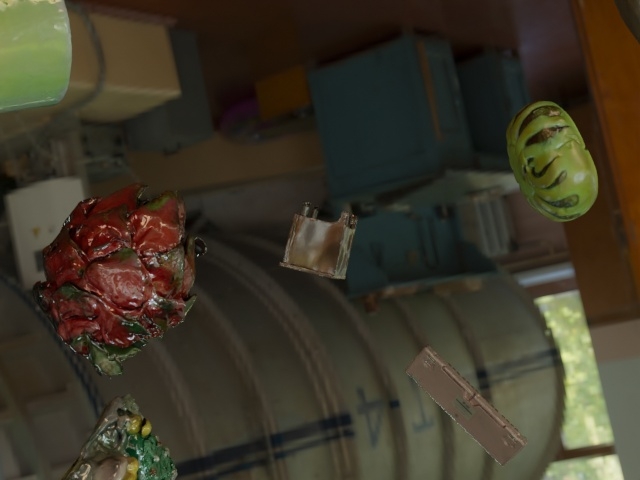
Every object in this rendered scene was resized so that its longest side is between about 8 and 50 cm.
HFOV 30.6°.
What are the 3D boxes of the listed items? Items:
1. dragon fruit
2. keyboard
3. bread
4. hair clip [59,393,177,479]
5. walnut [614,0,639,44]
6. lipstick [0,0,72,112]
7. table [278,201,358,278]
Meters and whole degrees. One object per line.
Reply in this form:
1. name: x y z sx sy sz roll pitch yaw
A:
1. dragon fruit: -0.216 0.036 1.263 0.182 0.182 0.188 -13 -165 11
2. keyboard: 0.176 0.196 1.409 0.017 0.166 0.055 -32 162 -49
3. bread: 0.254 -0.087 1.311 0.071 0.139 0.130 -19 -179 -5
4. hair clip: -0.214 0.270 1.021 0.091 0.138 0.321 0 -148 33
5. walnut: 0.203 -0.160 0.497 0.167 0.207 0.167 8 -146 -6
6. lipstick: -0.254 -0.070 0.470 0.304 0.076 0.076 -11 175 -32
7. table: 0.000 0.000 1.430 0.070 0.082 0.083 13 180 12
